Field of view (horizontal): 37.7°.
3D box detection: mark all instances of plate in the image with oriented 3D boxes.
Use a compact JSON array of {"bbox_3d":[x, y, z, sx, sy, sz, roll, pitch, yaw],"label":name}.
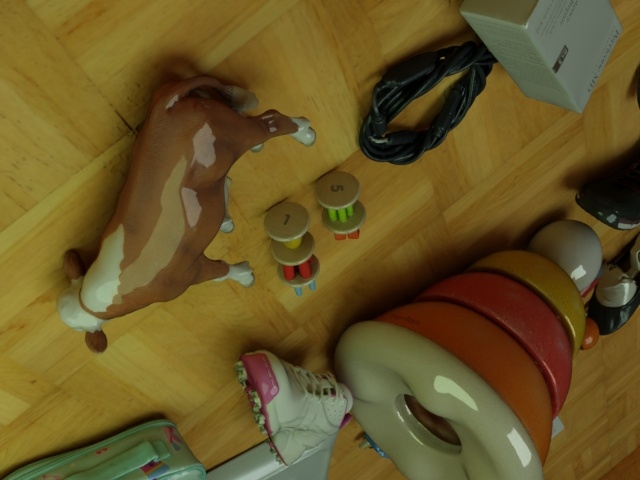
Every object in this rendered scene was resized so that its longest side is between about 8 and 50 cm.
[{"bbox_3d":[-0.084,0.413,1.547,0.277,0.045,0.278,-24,146,-26],"label":"plate"}]

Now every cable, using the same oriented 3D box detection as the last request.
[{"bbox_3d":[0.128,-0.153,1.056,0.184,0.047,0.151,-31,148,-16],"label":"cable"}]

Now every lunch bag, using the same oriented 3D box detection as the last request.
[{"bbox_3d":[-0.283,0.345,1.186,0.279,0.108,0.224,-18,138,-35],"label":"lunch bag"}]

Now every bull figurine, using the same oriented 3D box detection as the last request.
[{"bbox_3d":[-0.135,-0.020,0.895,0.188,0.101,0.310,-11,141,-45],"label":"bull figurine"}]

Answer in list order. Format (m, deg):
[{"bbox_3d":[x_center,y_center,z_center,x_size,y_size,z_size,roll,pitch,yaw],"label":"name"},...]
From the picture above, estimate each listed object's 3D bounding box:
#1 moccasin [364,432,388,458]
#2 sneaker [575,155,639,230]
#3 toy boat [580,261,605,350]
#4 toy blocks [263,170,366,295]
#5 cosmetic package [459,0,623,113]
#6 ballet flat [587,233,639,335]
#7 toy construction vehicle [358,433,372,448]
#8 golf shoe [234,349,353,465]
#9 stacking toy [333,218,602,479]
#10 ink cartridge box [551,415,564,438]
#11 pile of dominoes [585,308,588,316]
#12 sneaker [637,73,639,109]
[{"bbox_3d":[0.235,0.270,1.620,0.342,0.137,0.117,-23,132,-33],"label":"moccasin"},{"bbox_3d":[0.510,-0.117,1.477,0.281,0.106,0.163,-16,138,-51],"label":"sneaker"},{"bbox_3d":[0.418,0.130,1.624,0.151,0.151,0.231,10,123,-51],"label":"toy boat"},{"bbox_3d":[0.000,0.000,1.105,0.123,0.054,0.148,-32,148,-13],"label":"toy blocks"},{"bbox_3d":[0.244,-0.237,1.010,0.231,0.085,0.117,25,90,-56],"label":"cosmetic package"},{"bbox_3d":[0.589,0.051,1.779,0.280,0.095,0.096,-54,138,3],"label":"ballet flat"},{"bbox_3d":[0.113,0.344,1.689,0.098,0.035,0.086,7,136,-48],"label":"toy construction vehicle"},{"bbox_3d":[-0.031,0.207,1.266,0.140,0.115,0.306,-23,155,-6],"label":"golf shoe"},{"bbox_3d":[0.286,0.132,1.402,0.480,0.350,0.351,-43,153,-27],"label":"stacking toy"},{"bbox_3d":[0.274,0.313,1.544,0.212,0.093,0.154,-41,129,-4],"label":"ink cartridge box"},{"bbox_3d":[0.631,0.100,1.948,0.251,0.040,0.196,-44,150,22],"label":"pile of dominoes"},{"bbox_3d":[0.615,-0.317,1.300,0.410,0.158,0.182,-50,165,25],"label":"sneaker"}]
